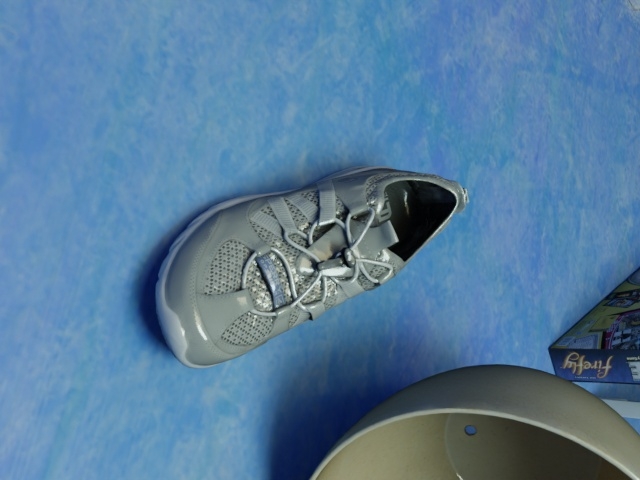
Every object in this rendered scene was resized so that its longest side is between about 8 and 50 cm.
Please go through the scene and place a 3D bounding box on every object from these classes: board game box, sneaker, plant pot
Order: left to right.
[{"bbox_3d":[0.000,0.000,0.647,0.281,0.115,0.105,-34,108,-40],"label":"sneaker"},{"bbox_3d":[0.143,0.209,0.681,0.284,0.284,0.191,70,25,-12],"label":"plant pot"},{"bbox_3d":[0.387,0.086,0.969,0.243,0.165,0.042,-28,104,-41],"label":"board game box"}]

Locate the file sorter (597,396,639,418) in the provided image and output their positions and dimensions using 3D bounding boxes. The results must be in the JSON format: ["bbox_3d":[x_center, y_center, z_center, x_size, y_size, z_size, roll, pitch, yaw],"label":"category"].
[{"bbox_3d":[0.462,0.269,0.942,0.193,0.278,0.173,12,79,-42],"label":"file sorter"}]
